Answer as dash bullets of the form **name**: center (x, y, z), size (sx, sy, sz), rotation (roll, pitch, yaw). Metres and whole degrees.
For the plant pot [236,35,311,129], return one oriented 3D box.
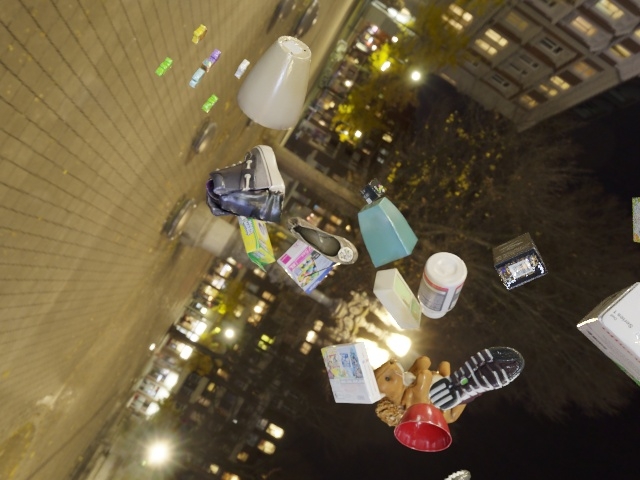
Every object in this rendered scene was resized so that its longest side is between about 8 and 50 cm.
- **plant pot**: center (-0.147, -0.598, 1.923), size (0.274, 0.256, 0.256), rotation (-55, -173, 44)

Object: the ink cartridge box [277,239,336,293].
- **ink cartridge box**: center (-0.044, 0.107, 2.225), size (0.186, 0.065, 0.311), rotation (-46, 145, -8)

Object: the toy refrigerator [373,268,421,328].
- **toy refrigerator**: center (0.315, 0.236, 2.076), size (0.094, 0.269, 0.102), rotation (-11, -137, 30)

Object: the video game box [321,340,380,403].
- **video game box**: center (0.094, 0.428, 1.686), size (0.048, 0.187, 0.205), rotation (-15, 175, -35)

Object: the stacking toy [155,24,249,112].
- **stacking toy**: center (-0.319, -0.469, 1.429), size (0.221, 0.167, 0.052), rotation (-59, -169, -27)

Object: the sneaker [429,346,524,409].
- **sneaker**: center (0.454, 0.391, 1.487), size (0.281, 0.162, 0.106), rotation (-32, -119, 20)

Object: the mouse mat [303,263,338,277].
- **mouse mat**: center (0.011, 0.104, 1.851), size (0.152, 0.007, 0.190), rotation (-21, 176, -3)

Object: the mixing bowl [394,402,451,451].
- **mixing bowl**: center (0.338, 0.600, 1.707), size (0.181, 0.181, 0.098), rotation (-52, -168, 41)

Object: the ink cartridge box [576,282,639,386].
- **ink cartridge box**: center (0.702, 0.216, 1.145), size (0.117, 0.201, 0.278), rotation (-44, 159, 4)

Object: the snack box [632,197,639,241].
- **snack box**: center (1.021, -0.063, 1.622), size (0.100, 0.037, 0.141), rotation (-130, -144, -83)

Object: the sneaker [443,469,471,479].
- **sneaker**: center (0.427, 0.867, 1.745), size (0.234, 0.106, 0.078), rotation (-25, 137, -20)

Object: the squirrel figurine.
- **squirrel figurine**: center (0.374, 0.696, 2.286), size (0.281, 0.370, 0.397), rotation (-95, -158, -62)

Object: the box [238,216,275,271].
- **box**: center (-0.164, -0.014, 1.314), size (0.043, 0.179, 0.105), rotation (-20, 156, 9)

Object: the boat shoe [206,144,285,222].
- **boat shoe**: center (-0.188, -0.147, 1.217), size (0.340, 0.158, 0.127), rotation (-121, -142, -62)

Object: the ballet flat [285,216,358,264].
- **ballet flat**: center (0.000, 0.000, 1.601), size (0.084, 0.249, 0.058), rotation (-61, 168, 11)

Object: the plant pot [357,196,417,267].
- **plant pot**: center (0.262, -0.046, 2.156), size (0.165, 0.234, 0.165), rotation (-24, -169, 29)

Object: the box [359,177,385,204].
- **box**: center (0.185, -0.175, 1.846), size (0.052, 0.062, 0.083), rotation (-37, -177, 32)

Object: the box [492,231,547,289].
- **box**: center (0.726, 0.072, 1.910), size (0.153, 0.108, 0.207), rotation (-29, -173, 23)

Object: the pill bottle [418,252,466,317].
- **pill bottle**: center (0.529, 0.212, 2.313), size (0.319, 0.176, 0.176), rotation (91, 21, -52)
